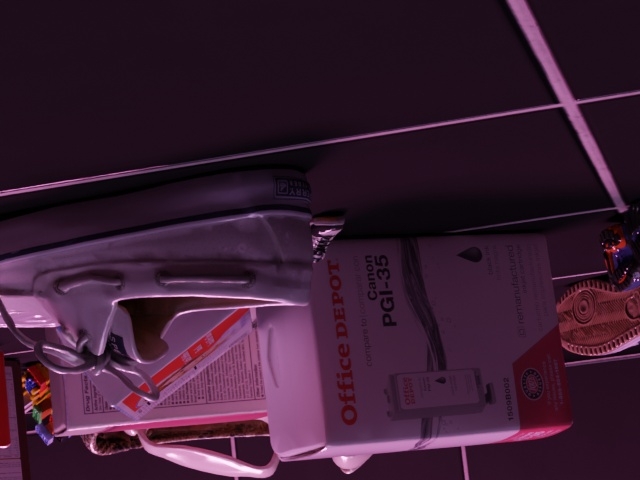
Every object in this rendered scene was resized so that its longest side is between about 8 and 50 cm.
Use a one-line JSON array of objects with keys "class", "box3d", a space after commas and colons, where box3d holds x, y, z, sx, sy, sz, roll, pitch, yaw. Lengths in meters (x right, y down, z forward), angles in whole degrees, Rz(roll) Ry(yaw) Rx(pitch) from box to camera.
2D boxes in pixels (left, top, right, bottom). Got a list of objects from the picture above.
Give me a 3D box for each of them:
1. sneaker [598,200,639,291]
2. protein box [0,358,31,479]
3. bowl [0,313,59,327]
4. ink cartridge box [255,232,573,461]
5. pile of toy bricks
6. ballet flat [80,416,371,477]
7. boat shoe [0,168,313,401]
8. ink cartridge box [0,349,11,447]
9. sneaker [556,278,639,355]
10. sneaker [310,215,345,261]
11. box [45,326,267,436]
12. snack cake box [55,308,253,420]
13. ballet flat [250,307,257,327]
[{"class": "sneaker", "box3d": [0.340, -0.006, 1.714, 0.087, 0.083, 0.221, -18, 179, -10]}, {"class": "protein box", "box3d": [-0.519, 0.273, 2.418, 0.200, 0.201, 0.136, -11, 170, 28]}, {"class": "bowl", "box3d": [-0.266, 0.049, 1.662, 0.142, 0.053, 0.142, 4, 166, -41]}, {"class": "ink cartridge box", "box3d": [0.092, 0.105, 1.763, 0.283, 0.207, 0.117, -2, 169, -27]}, {"class": "pile of toy bricks", "box3d": [-0.377, 0.226, 2.608, 0.105, 0.118, 0.212, -37, 171, -20]}, {"class": "ballet flat", "box3d": [-0.045, 0.192, 2.042, 0.483, 0.182, 0.164, -3, 138, -2]}, {"class": "boat shoe", "box3d": [-0.162, 0.053, 1.416, 0.367, 0.156, 0.136, -11, 170, 26]}, {"class": "ink cartridge box", "box3d": [-0.519, 0.213, 2.255, 0.231, 0.134, 0.078, -3, 170, -19]}, {"class": "sneaker", "box3d": [0.435, 0.086, 2.243, 0.153, 0.099, 0.282, 2, 165, -35]}, {"class": "sneaker", "box3d": [0.000, 0.000, 1.585, 0.032, 0.037, 0.083, 0, 168, -25]}, {"class": "box", "box3d": [-0.172, 0.125, 1.897, 0.232, 0.148, 0.127, -3, 171, -15]}, {"class": "snack cake box", "box3d": [-0.147, 0.083, 1.633, 0.152, 0.089, 0.264, -37, 174, -7]}, {"class": "ballet flat", "box3d": [-0.126, 0.073, 1.811, 0.213, 0.072, 0.068, -3, -159, -14]}]
